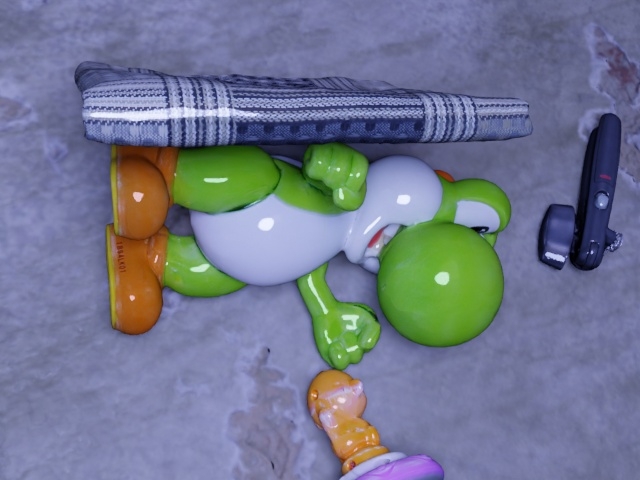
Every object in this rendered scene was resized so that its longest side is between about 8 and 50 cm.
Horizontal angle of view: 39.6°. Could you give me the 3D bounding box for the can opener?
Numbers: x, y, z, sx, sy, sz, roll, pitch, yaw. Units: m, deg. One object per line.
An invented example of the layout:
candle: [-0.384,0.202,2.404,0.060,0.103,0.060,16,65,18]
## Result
can opener: [0.276,-0.051,0.894,0.073,0.059,0.186,24,67,-4]

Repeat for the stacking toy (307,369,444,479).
stacking toy: [0.061,0.235,0.707,0.165,0.175,0.302,4,49,-41]

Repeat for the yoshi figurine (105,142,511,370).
yoshi figurine: [0.008,0.012,0.748,0.362,0.203,0.203,-1,87,-17]

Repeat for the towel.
towel: [-0.037,-0.115,0.716,0.312,0.324,0.056,-2,101,-15]
